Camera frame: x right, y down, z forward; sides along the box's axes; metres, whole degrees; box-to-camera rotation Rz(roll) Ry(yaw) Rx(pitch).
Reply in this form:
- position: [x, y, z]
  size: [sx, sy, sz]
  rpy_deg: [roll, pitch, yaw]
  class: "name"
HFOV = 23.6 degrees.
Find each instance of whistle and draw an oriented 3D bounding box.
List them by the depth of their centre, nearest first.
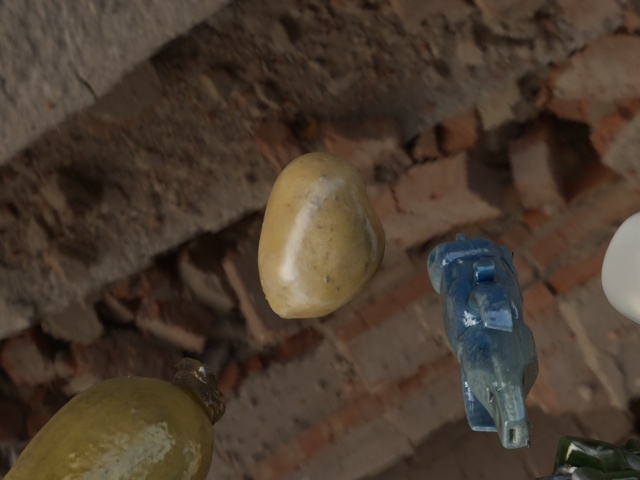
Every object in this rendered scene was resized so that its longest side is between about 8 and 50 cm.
- position: [0.167, 0.092, 1.547]
  size: [0.093, 0.269, 0.180]
  rpy_deg: [-4, 135, -4]
  class: "whistle"

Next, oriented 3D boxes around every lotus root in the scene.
- position: [-0.195, 0.215, 1.362]
  size: [0.303, 0.146, 0.131]
  rpy_deg: [-47, 157, -29]
  class: "lotus root"

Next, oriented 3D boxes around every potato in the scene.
- position: [0.000, -0.002, 1.305]
  size: [0.112, 0.112, 0.147]
  rpy_deg: [-1, 109, -19]
  class: "potato"

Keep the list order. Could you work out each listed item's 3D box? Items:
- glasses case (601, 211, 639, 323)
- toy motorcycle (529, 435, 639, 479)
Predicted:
- position: [0.268, 0.043, 0.956]
  size: [0.049, 0.197, 0.076]
  rpy_deg: [-2, 117, -60]
  class: "glasses case"
- position: [0.155, 0.227, 0.696]
  size: [0.127, 0.275, 0.205]
  rpy_deg: [-4, 117, -19]
  class: "toy motorcycle"
